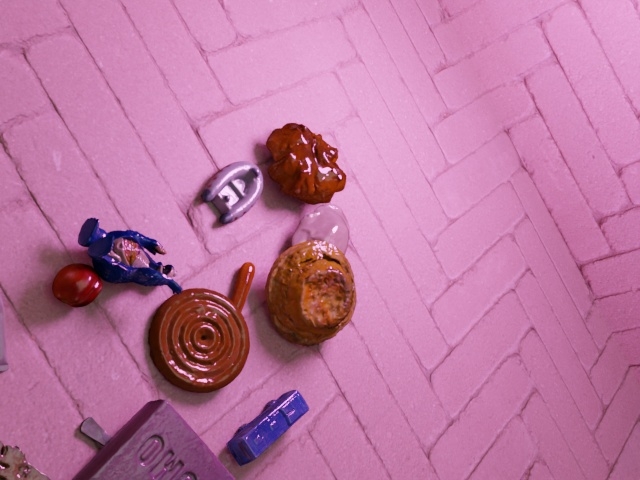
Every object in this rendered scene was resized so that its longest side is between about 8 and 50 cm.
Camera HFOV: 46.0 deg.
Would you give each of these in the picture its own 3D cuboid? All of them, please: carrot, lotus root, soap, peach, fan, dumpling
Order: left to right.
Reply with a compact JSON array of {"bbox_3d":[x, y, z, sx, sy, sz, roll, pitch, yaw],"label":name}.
[{"bbox_3d":[-0.600,0.462,1.393,0.235,0.119,0.138,49,47,-20],"label":"lotus root"},{"bbox_3d":[-0.526,0.094,1.633,0.101,0.101,0.100,18,62,-37],"label":"peach"},{"bbox_3d":[-0.439,0.449,1.623,0.193,0.016,0.038,46,49,-18],"label":"fan"},{"bbox_3d":[-0.350,0.537,1.591,0.296,0.107,0.285,51,55,-14],"label":"soap"},{"bbox_3d":[-0.213,0.161,1.935,0.043,0.043,0.247,33,55,-30],"label":"carrot"},{"bbox_3d":[0.000,0.000,2.140,0.162,0.132,0.250,41,65,-35],"label":"dumpling"}]

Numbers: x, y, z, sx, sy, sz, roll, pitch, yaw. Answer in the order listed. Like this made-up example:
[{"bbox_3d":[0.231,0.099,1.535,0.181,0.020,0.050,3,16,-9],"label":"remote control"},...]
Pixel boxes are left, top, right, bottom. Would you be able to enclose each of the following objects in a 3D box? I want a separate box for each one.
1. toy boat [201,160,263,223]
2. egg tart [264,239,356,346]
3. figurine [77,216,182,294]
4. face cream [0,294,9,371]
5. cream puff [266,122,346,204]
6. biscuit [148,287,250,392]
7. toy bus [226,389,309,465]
[{"bbox_3d":[-0.224,-0.138,2.021,0.134,0.079,0.207,52,48,-11],"label":"toy boat"},{"bbox_3d":[-0.008,0.144,2.011,0.294,0.123,0.293,-3,97,-28],"label":"egg tart"},{"bbox_3d":[-0.437,0.049,1.727,0.262,0.121,0.164,37,16,-37],"label":"figurine"},{"bbox_3d":[-0.682,0.154,1.495,0.114,0.070,0.224,-1,86,-43],"label":"face cream"},{"bbox_3d":[-0.040,-0.212,2.177,0.269,0.155,0.241,25,52,-26],"label":"cream puff"},{"bbox_3d":[-0.285,0.237,1.813,0.262,0.037,0.261,11,69,-31],"label":"biscuit"},{"bbox_3d":[-0.123,0.458,1.858,0.236,0.094,0.079,-34,97,-45],"label":"toy bus"}]
